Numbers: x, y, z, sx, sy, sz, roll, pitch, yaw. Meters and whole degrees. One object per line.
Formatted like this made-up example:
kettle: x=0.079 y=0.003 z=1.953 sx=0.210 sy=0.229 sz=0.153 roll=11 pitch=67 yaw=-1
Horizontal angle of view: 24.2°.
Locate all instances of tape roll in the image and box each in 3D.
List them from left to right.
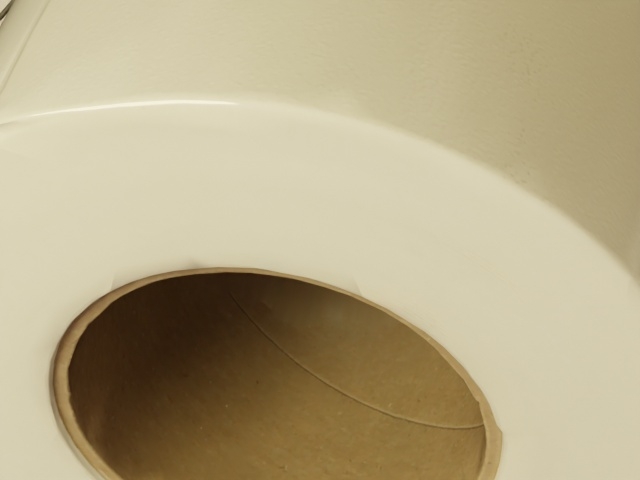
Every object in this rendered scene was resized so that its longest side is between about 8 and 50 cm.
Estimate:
tape roll: x=0.000 y=0.000 z=0.482 sx=0.246 sy=0.169 sz=0.246 roll=7 pitch=133 yaw=8

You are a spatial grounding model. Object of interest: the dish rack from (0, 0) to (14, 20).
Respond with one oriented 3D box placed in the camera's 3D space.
dish rack: x=-0.148 y=-0.087 z=0.629 sx=0.271 sy=0.074 sz=0.208 roll=-3 pitch=140 yaw=31
